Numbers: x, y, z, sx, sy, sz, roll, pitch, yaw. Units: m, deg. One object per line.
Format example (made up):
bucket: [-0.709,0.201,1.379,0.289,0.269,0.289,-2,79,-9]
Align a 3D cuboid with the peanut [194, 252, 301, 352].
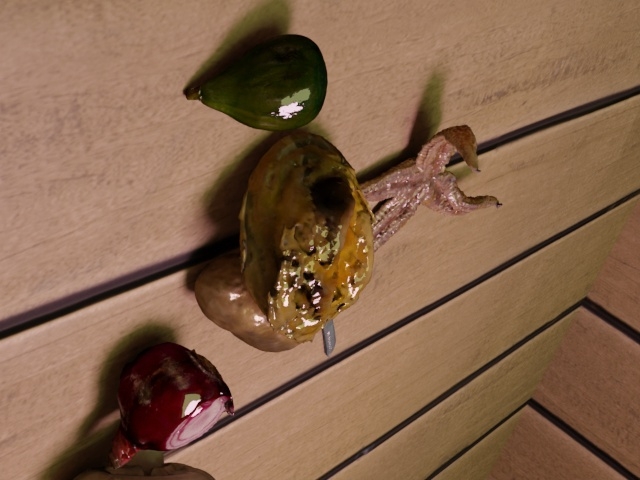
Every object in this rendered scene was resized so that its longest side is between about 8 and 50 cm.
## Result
peanut: [-0.093,0.086,1.508,0.129,0.129,0.224,-52,146,-2]

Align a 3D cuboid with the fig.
fig: [-0.073,-0.178,1.248,0.177,0.117,0.117,-21,141,-33]

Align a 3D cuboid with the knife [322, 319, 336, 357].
knife: [0.014,0.154,1.905,0.028,0.015,0.210,-49,156,-25]

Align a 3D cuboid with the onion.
onion: [-0.233,0.228,1.467,0.198,0.135,0.173,-34,154,-6]

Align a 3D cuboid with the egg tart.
egg tart: [0.000,0.000,1.434,0.297,0.132,0.297,-6,97,-54]

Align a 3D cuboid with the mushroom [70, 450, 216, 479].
mushroom: [-0.259,0.378,1.528,0.246,0.246,0.202,19,67,-64]

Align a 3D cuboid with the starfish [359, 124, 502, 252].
starfish: [0.173,-0.065,1.774,0.384,0.132,0.398,-37,164,-16]
